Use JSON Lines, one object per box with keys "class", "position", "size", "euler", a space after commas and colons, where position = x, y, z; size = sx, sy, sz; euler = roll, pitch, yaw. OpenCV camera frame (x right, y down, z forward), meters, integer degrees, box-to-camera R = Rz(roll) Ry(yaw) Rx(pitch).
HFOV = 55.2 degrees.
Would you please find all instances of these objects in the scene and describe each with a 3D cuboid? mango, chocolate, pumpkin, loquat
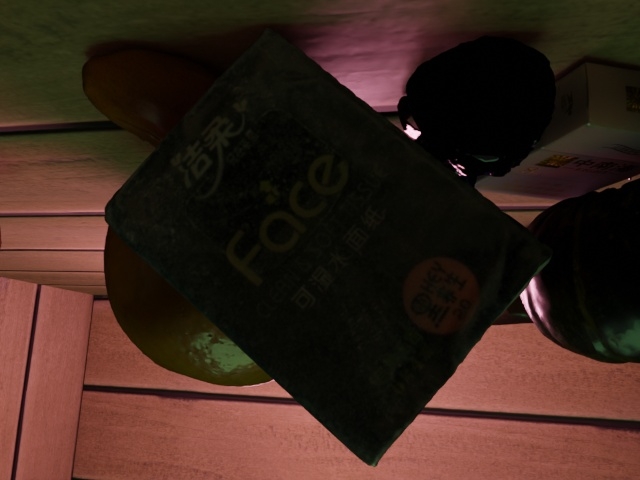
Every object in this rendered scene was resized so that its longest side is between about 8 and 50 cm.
{"class": "mango", "position": [-0.153, -0.135, 0.608], "size": [0.159, 0.084, 0.105], "euler": [9, 162, -27]}
{"class": "chocolate", "position": [0.139, -0.099, 0.664], "size": [0.148, 0.126, 0.343], "euler": [41, 174, 7]}
{"class": "pumpkin", "position": [0.374, 0.025, 0.695], "size": [0.320, 0.192, 0.320], "euler": [-16, 176, -1]}
{"class": "loquat", "position": [-0.102, 0.002, 0.782], "size": [0.328, 0.359, 0.328], "euler": [21, -156, -10]}

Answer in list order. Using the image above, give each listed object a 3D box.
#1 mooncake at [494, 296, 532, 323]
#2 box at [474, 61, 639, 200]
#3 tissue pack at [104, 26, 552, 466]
{"class": "mooncake", "position": [0.490, 0.088, 1.312], "size": [0.324, 0.187, 0.324], "euler": [1, 170, 0]}
{"class": "box", "position": [0.280, -0.107, 0.677], "size": [0.155, 0.067, 0.243], "euler": [3, 170, -13]}
{"class": "tissue pack", "position": [0.000, 0.000, 0.535], "size": [0.315, 0.228, 0.103], "euler": [40, 177, 12]}
